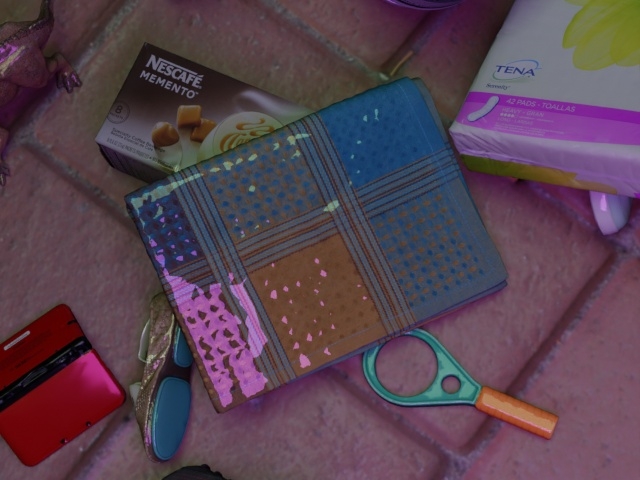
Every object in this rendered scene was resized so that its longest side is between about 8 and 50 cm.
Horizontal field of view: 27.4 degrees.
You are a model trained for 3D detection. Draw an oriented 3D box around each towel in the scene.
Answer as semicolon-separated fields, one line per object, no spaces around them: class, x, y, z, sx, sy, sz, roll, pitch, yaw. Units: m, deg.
towel;0.000;0.000;1.467;0.370;0.040;0.272;-24;93;-13

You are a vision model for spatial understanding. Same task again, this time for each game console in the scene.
game console;-0.321;0.167;1.533;0.144;0.085;0.124;-35;43;-6

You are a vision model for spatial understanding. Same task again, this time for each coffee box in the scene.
coffee box;-0.122;-0.116;1.555;0.246;0.098;0.141;24;77;11

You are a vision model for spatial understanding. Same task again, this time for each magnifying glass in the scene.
magnifying glass;0.157;0.168;1.487;0.230;0.026;0.092;22;77;10

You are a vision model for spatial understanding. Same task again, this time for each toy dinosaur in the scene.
toy dinosaur;-0.394;-0.197;1.549;0.127;0.200;0.296;37;79;14

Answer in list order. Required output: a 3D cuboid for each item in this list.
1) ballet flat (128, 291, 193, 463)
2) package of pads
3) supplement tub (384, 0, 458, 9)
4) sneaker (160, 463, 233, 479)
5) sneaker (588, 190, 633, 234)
ballet flat;-0.182;0.153;1.508;0.067;0.073;0.206;-1;68;33
package of pads;0.315;-0.170;1.445;0.296;0.101;0.229;13;65;36
supplement tub;0.139;-0.367;1.495;0.191;0.272;0.191;0;92;-12
sneaker;-0.104;0.296;1.408;0.276;0.135;0.098;-11;116;18
sneaker;0.397;-0.123;1.499;0.151;0.094;0.256;7;71;28
